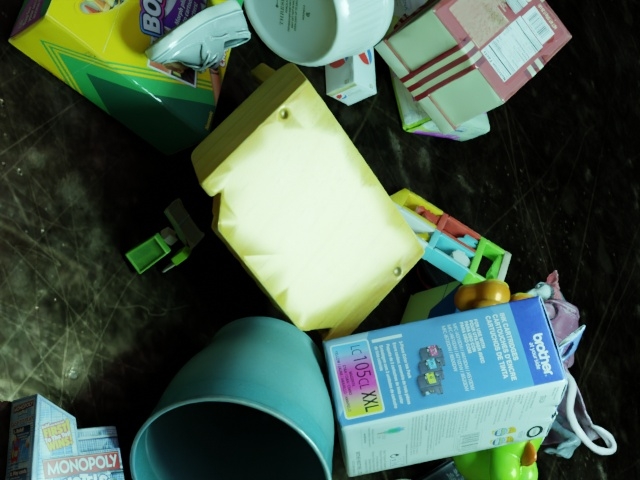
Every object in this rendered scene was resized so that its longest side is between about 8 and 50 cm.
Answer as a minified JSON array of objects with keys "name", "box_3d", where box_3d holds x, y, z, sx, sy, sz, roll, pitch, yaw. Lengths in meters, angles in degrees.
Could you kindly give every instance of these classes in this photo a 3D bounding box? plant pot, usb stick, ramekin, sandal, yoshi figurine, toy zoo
[{"name":"plant pot","box_3d":[-0.102,0.251,1.640,0.271,0.272,0.255,54,25,-21]},{"name":"usb stick","box_3d":[0.177,0.460,2.054,0.278,0.045,0.077,-15,80,-53]},{"name":"ramekin","box_3d":[-0.016,-0.428,2.028,0.127,0.273,0.273,-41,108,-39]},{"name":"sandal","box_3d":[0.220,0.081,2.272,0.067,0.040,0.179,-31,96,-58]},{"name":"yoshi figurine","box_3d":[0.291,0.266,2.008,0.203,0.204,0.362,78,12,-61]},{"name":"toy zoo","box_3d":[0.220,-0.007,2.201,0.293,0.030,0.192,33,25,2]}]

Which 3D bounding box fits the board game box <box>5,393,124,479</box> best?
[{"name":"board game box","box_3d":[-0.324,0.292,1.486,0.194,0.060,0.194,3,73,-51]}]

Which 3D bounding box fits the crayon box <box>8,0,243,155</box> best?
[{"name":"crayon box","box_3d":[-0.278,-0.366,1.790,0.313,0.106,0.363,37,48,-36]}]

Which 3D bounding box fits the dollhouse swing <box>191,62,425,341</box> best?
[{"name":"dollhouse swing","box_3d":[-0.059,-0.071,1.832,0.315,0.305,0.347,-46,119,-17]}]

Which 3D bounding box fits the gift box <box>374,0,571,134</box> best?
[{"name":"gift box","box_3d":[0.300,-0.375,2.226,0.276,0.258,0.255,-38,97,-26]}]

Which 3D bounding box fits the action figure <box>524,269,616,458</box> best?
[{"name":"action figure","box_3d":[0.446,0.227,2.326,0.248,0.276,0.370,30,67,-34]}]

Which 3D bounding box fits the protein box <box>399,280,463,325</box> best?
[{"name":"protein box","box_3d":[0.251,0.219,2.174,0.201,0.136,0.199,51,41,-24]}]

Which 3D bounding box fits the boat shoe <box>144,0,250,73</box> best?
[{"name":"boat shoe","box_3d":[-0.172,-0.295,1.737,0.081,0.079,0.227,59,37,-8]}]

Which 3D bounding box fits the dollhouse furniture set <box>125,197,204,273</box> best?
[{"name":"dollhouse furniture set","box_3d":[-0.235,0.001,1.755,0.076,0.059,0.151,54,20,-9]}]

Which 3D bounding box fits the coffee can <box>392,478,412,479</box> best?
[{"name":"coffee can","box_3d":[0.024,0.462,1.669,0.201,0.275,0.201,25,56,-43]}]

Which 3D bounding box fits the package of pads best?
[{"name":"package of pads","box_3d":[0.235,-0.364,2.438,0.229,0.101,0.296,2,73,-52]}]

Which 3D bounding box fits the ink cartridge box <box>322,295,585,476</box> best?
[{"name":"ink cartridge box","box_3d":[0.214,0.222,1.773,0.270,0.396,0.151,83,-3,-63]}]

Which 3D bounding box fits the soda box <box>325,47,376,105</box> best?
[{"name":"soda box","box_3d":[0.054,-0.375,2.236,0.069,0.074,0.216,20,60,-46]}]
